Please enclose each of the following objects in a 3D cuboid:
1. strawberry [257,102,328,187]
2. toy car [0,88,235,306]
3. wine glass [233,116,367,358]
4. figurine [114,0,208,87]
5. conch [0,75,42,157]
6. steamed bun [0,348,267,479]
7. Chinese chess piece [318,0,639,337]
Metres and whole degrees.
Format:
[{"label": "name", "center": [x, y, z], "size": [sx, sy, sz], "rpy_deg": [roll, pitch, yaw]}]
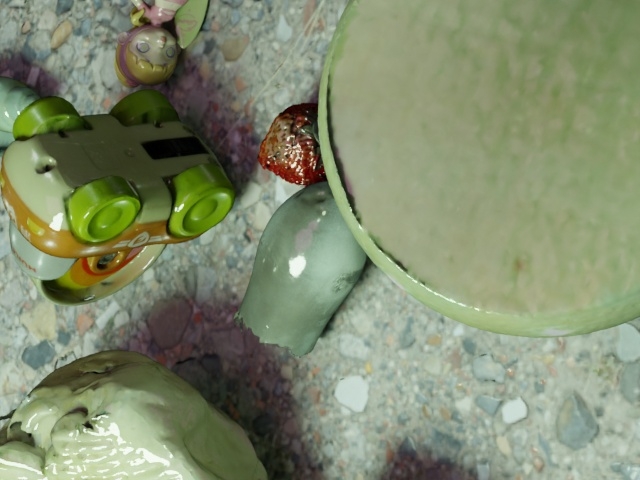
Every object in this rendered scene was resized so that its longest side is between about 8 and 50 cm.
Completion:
[{"label": "strawberry", "center": [-0.018, -0.089, 1.449], "size": [0.096, 0.083, 0.083], "rpy_deg": [-2, 85, 51]}, {"label": "toy car", "center": [-0.218, -0.020, 1.516], "size": [0.235, 0.235, 0.145], "rpy_deg": [-51, 60, 22]}, {"label": "wine glass", "center": [0.000, 0.000, 1.398], "size": [0.103, 0.103, 0.222], "rpy_deg": [44, 124, 30]}, {"label": "figurine", "center": [-0.161, -0.237, 1.573], "size": [0.083, 0.083, 0.187], "rpy_deg": [31, 111, 34]}, {"label": "conch", "center": [-0.346, -0.142, 1.710], "size": [0.180, 0.088, 0.065], "rpy_deg": [8, 48, 43]}, {"label": "steamed bun", "center": [-0.175, 0.240, 1.474], "size": [0.268, 0.207, 0.280], "rpy_deg": [-40, 91, 27]}, {"label": "Chinese chess piece", "center": [0.173, -0.098, 1.205], "size": [0.349, 0.146, 0.349], "rpy_deg": [-1, 88, 14]}]
